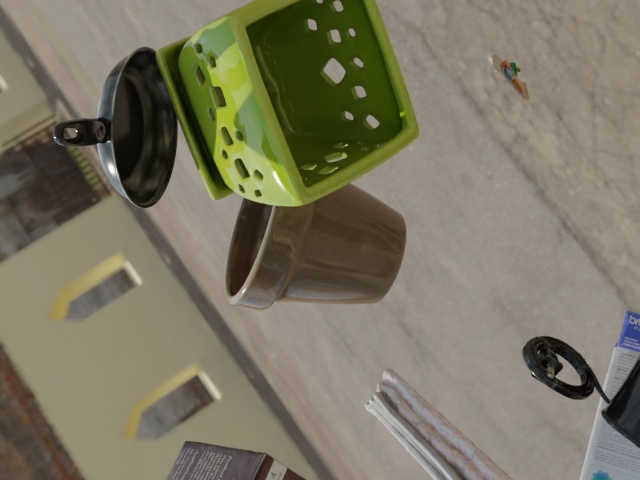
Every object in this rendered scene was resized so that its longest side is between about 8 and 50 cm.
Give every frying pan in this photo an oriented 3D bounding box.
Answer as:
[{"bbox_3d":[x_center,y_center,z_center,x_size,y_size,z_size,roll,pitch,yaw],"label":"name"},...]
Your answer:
[{"bbox_3d":[-0.239,-0.107,1.217,0.326,0.053,0.197,-64,-27,-57],"label":"frying pan"}]

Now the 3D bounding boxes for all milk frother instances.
[{"bbox_3d":[0.251,0.079,0.791,0.143,0.134,0.129,24,-170,-18],"label":"milk frother"}]

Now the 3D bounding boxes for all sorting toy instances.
[{"bbox_3d":[0.251,-0.222,1.360,0.062,0.012,0.083,39,-153,-18],"label":"sorting toy"}]

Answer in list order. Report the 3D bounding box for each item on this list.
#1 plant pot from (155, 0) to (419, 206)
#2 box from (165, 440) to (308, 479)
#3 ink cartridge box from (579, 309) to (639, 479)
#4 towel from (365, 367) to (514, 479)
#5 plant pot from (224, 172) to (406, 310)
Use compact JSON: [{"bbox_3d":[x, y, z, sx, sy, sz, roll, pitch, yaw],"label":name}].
[{"bbox_3d":[-0.052,-0.176,1.237,0.207,0.227,0.228,-3,112,48],"label":"plant pot"},{"bbox_3d":[-0.105,0.381,1.365,0.167,0.168,0.203,40,154,-29],"label":"box"},{"bbox_3d":[0.464,0.260,1.391,0.186,0.311,0.065,15,-167,19],"label":"ink cartridge box"},{"bbox_3d":[0.196,0.282,0.884,0.317,0.053,0.332,49,175,-32],"label":"towel"},{"bbox_3d":[0.000,0.000,1.578,0.229,0.263,0.263,17,177,-15],"label":"plant pot"}]
